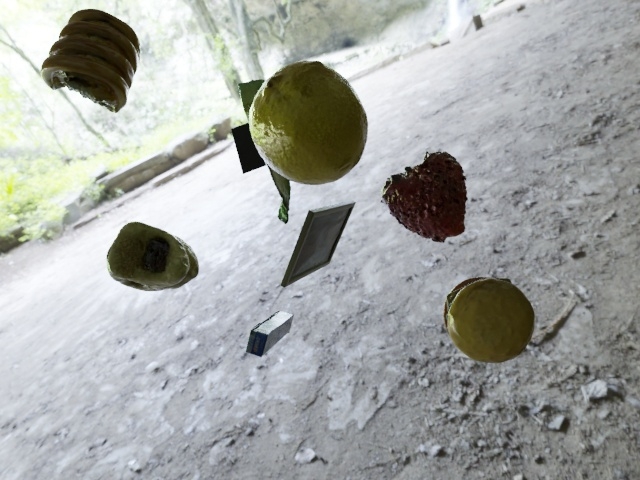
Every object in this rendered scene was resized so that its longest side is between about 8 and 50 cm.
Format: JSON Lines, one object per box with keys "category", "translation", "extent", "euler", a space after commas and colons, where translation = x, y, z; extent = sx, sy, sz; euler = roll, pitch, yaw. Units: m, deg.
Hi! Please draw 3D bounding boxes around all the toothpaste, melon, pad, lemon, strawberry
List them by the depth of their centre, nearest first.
{"category": "lemon", "translation": [-0.015, -0.176, 0.711], "extent": [0.178, 0.203, 0.179], "euler": [-24, 43, 25]}
{"category": "melon", "translation": [-0.089, -0.156, 0.820], "extent": [0.053, 0.262, 0.114], "euler": [-14, 17, 5]}
{"category": "pad", "translation": [-0.094, -0.226, 0.984], "extent": [0.190, 0.004, 0.127], "euler": [-20, 65, 5]}
{"category": "strawberry", "translation": [0.245, -0.091, 1.018], "extent": [0.186, 0.202, 0.184], "euler": [-19, -19, -31]}
{"category": "toothpaste", "translation": [-0.134, 0.253, 1.270], "extent": [0.053, 0.066, 0.272], "euler": [14, 4, 10]}

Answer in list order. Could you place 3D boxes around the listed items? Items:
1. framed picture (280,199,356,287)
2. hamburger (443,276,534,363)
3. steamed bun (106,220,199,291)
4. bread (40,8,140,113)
{"category": "framed picture", "translation": [0.000, 0.000, 1.048], "extent": [0.016, 0.184, 0.250], "euler": [29, 19, 18]}
{"category": "hamburger", "translation": [0.302, 0.140, 0.828], "extent": [0.161, 0.162, 0.115], "euler": [-24, 4, 2]}
{"category": "steamed bun", "translation": [-0.344, 0.046, 0.979], "extent": [0.155, 0.172, 0.141], "euler": [15, 77, 10]}
{"category": "bread", "translation": [-0.346, -0.279, 0.698], "extent": [0.084, 0.119, 0.178], "euler": [132, 146, -57]}
